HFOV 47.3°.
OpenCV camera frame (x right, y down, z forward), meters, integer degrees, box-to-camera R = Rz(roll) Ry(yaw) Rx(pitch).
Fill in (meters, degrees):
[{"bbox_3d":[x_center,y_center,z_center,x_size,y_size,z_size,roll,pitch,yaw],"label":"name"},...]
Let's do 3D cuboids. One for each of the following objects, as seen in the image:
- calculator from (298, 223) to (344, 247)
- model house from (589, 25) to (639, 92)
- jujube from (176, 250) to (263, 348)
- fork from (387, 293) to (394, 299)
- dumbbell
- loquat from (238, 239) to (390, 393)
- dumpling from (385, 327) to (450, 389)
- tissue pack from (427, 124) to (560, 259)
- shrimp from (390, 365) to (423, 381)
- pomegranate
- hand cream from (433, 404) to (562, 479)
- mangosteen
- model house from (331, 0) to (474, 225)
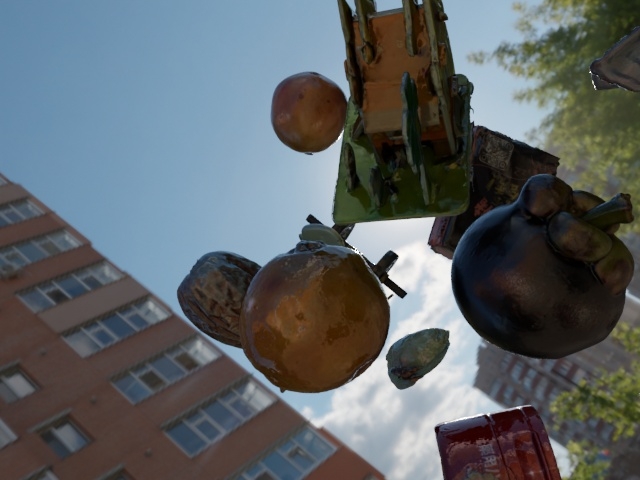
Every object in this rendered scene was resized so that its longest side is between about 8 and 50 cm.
[{"bbox_3d":[0.000,0.000,1.783,0.021,0.153,0.095,-47,-63,-33],"label":"calculator"},{"bbox_3d":[0.635,-0.292,1.268,0.360,0.339,0.297,-28,-68,-57],"label":"model house"},{"bbox_3d":[-0.226,0.170,1.983,0.215,0.308,0.246,-50,4,34],"label":"jujube"},{"bbox_3d":[0.141,0.243,2.283,0.235,0.039,0.021,-43,21,21],"label":"fork"},{"bbox_3d":[0.091,0.040,1.878,0.143,0.325,0.143,-49,-10,-12],"label":"dumbbell"},{"bbox_3d":[-0.015,0.161,1.535,0.328,0.328,0.328,-39,-33,-31],"label":"loquat"},{"bbox_3d":[0.223,0.284,1.776,0.149,0.104,0.217,-24,-2,-43],"label":"dumpling"},{"bbox_3d":[0.408,-0.086,1.736,0.123,0.245,0.332,151,141,-74],"label":"tissue pack"},{"bbox_3d":[0.205,0.312,1.710,0.029,0.092,0.038,-20,-86,-43],"label":"shrimp"},{"bbox_3d":[-0.029,-0.287,1.654,0.191,0.191,0.191,-39,-33,-31],"label":"pomegranate"},{"bbox_3d":[0.243,0.344,0.989,0.150,0.230,0.230,-13,-31,8],"label":"hand cream"},{"bbox_3d":[0.361,0.045,1.230,0.297,0.297,0.313,-35,-56,-35],"label":"mangosteen"},{"bbox_3d":[0.100,-0.236,1.164,0.312,0.243,0.357,60,-148,-47],"label":"model house"}]
